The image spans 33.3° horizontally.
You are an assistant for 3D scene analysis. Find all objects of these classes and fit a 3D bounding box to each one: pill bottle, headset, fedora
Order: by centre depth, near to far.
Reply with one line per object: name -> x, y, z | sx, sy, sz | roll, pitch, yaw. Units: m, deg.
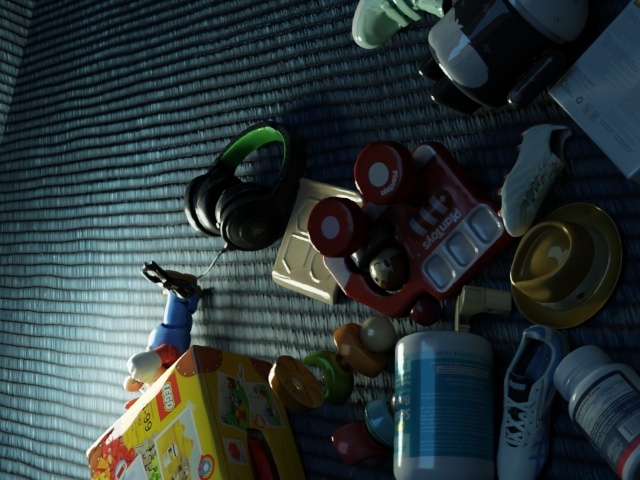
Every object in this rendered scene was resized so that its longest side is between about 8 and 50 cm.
pill bottle -> 0.382, 0.221, 1.363 | 0.108, 0.108, 0.180 | -56, 41, 18
fedora -> 0.332, 0.030, 1.519 | 0.194, 0.079, 0.194 | -22, 59, 44
pill bottle -> 0.179, 0.272, 1.546 | 0.146, 0.146, 0.264 | -19, 61, 44
headset -> -0.189, -0.067, 2.080 | 0.243, 0.185, 0.394 | 21, 81, 51

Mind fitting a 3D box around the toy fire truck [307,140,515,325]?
toy fire truck -> 0.142, -0.004, 1.708 | 0.302, 0.169, 0.254 | -49, 62, 26

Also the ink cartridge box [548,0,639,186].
ink cartridge box -> 0.459, -0.225, 1.500 | 0.224, 0.045, 0.223 | -50, 44, 22

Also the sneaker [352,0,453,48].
sneaker -> 0.160, -0.414, 1.879 | 0.256, 0.094, 0.151 | -46, 39, 24

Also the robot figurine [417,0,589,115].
robot figurine -> 0.282, -0.317, 1.649 | 0.209, 0.173, 0.278 | 47, 120, 0

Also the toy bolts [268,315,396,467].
toy bolts -> 0.059, 0.229, 1.681 | 0.158, 0.218, 0.228 | -43, 65, 22

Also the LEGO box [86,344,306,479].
LEGO box -> -0.202, 0.501, 1.860 | 0.372, 0.193, 0.500 | -45, 46, 29

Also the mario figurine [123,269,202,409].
mario figurine -> -0.330, 0.223, 2.125 | 0.170, 0.198, 0.320 | -12, 60, 36

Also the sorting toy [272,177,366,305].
sorting toy -> 0.000, 0.000, 1.956 | 0.193, 0.038, 0.208 | 17, 93, 51

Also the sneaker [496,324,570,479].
sneaker -> 0.283, 0.233, 1.491 | 0.085, 0.086, 0.237 | 9, 84, 49

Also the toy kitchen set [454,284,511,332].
toy kitchen set -> 0.243, 0.122, 1.617 | 0.083, 0.075, 0.068 | 96, -178, -57

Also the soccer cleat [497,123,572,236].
soccer cleat -> 0.316, -0.094, 1.572 | 0.076, 0.068, 0.196 | -6, 52, 42
